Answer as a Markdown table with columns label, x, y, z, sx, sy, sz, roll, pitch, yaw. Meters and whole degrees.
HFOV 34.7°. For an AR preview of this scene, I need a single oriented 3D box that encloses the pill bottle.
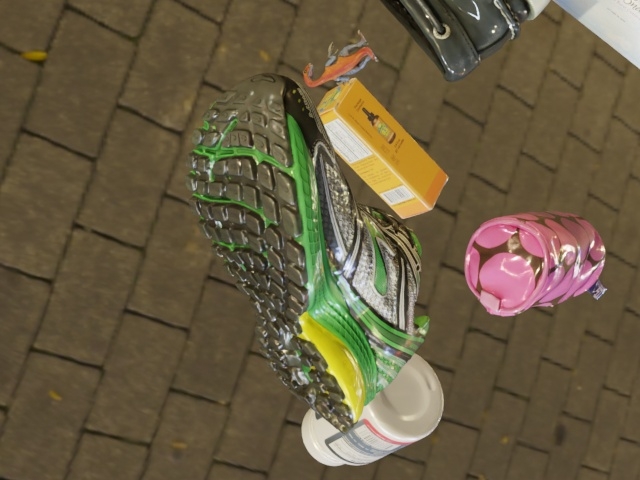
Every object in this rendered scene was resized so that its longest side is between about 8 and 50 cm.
| label | x | y | z | sx | sy | sz | roll | pitch | yaw |
| --- | --- | --- | --- | --- | --- | --- | --- | --- | --- |
| pill bottle | 0.053 | 0.202 | 1.195 | 0.108 | 0.180 | 0.108 | 13 | 61 | -24 |

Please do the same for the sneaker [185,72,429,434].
| label | x | y | z | sx | sy | sz | roll | pitch | yaw |
| --- | --- | --- | --- | --- | --- | --- | --- | --- | --- |
| sneaker | 0.000 | 0.000 | 0.833 | 0.146 | 0.134 | 0.343 | -43 | 139 | -23 |

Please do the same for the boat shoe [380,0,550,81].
| label | x | y | z | sx | sy | sz | roll | pitch | yaw |
| --- | --- | --- | --- | --- | --- | --- | --- | --- | --- |
| boat shoe | 0.007 | -0.242 | 0.776 | 0.340 | 0.127 | 0.113 | 39 | 93 | 5 |

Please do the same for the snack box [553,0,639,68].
| label | x | y | z | sx | sy | sz | roll | pitch | yaw |
| --- | --- | --- | --- | --- | --- | --- | --- | --- | --- |
| snack box | 0.316 | -0.265 | 1.003 | 0.174 | 0.070 | 0.207 | 38 | 47 | -1 |

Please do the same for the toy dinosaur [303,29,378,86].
| label | x | y | z | sx | sy | sz | roll | pitch | yaw |
| --- | --- | --- | --- | --- | --- | --- | --- | --- | --- |
| toy dinosaur | 0.017 | -0.194 | 1.120 | 0.082 | 0.090 | 0.047 | -31 | 92 | 8 |

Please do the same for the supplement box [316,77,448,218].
| label | x | y | z | sx | sy | sz | roll | pitch | yaw |
| --- | --- | --- | --- | --- | --- | --- | --- | --- | --- |
| supplement box | 0.092 | -0.142 | 1.610 | 0.233 | 0.080 | 0.078 | 46 | 56 | -22 |

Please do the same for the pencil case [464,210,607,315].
| label | x | y | z | sx | sy | sz | roll | pitch | yaw |
| --- | --- | --- | --- | --- | --- | --- | --- | --- | --- |
| pencil case | 0.206 | 0.024 | 0.974 | 0.209 | 0.095 | 0.098 | 0 | 125 | -59 |
